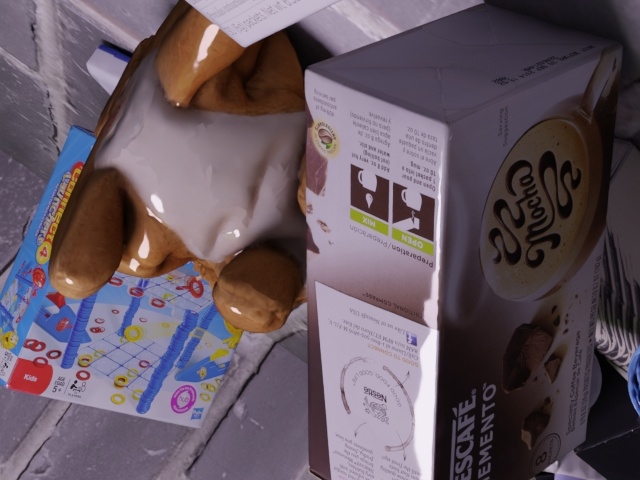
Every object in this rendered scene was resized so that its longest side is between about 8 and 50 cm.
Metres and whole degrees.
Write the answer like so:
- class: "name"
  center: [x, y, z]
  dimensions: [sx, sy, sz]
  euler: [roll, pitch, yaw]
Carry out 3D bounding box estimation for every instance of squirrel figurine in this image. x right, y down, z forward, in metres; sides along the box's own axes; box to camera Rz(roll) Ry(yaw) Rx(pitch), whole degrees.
- class: "squirrel figurine"
  center: [-0.020, -0.033, 1.275]
  dimensions: [0.370, 0.281, 0.397]
  euler: [27, -175, -16]

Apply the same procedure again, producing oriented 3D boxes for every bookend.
- class: "bookend"
  center: [0.273, 0.137, 1.266]
  dimensions: [0.157, 0.072, 0.156]
  euler: [40, -148, -44]

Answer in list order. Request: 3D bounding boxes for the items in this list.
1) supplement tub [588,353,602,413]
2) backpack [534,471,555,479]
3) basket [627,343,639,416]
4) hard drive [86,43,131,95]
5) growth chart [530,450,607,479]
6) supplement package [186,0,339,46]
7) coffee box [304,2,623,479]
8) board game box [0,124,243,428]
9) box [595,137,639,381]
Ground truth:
- class: "supplement tub"
  center: [0.157, 0.134, 1.185]
  dimensions: [0.106, 0.106, 0.198]
  euler: [36, 154, -5]
- class: "backpack"
  center: [0.232, 0.175, 1.430]
  dimensions: [0.166, 0.188, 0.144]
  euler: [42, 166, -35]
- class: "basket"
  center: [0.306, 0.078, 0.789]
  dimensions: [0.255, 0.201, 0.289]
  euler: [32, 178, 19]
- class: "hard drive"
  center: [-0.100, -0.104, 1.596]
  dimensions: [0.319, 0.040, 0.210]
  euler: [27, 167, 34]
- class: "growth chart"
  center: [0.291, 0.201, 1.336]
  dimensions: [0.237, 0.172, 0.021]
  euler: [20, 162, -17]
- class: "supplement package"
  center: [-0.075, -0.248, 0.602]
  dimensions: [0.293, 0.175, 0.177]
  euler: [38, 169, -14]
- class: "coffee box"
  center: [0.086, 0.021, 0.903]
  dimensions: [0.119, 0.168, 0.297]
  euler: [26, 127, 39]
- class: "board game box"
  center: [-0.217, 0.053, 1.708]
  dimensions: [0.308, 0.302, 0.086]
  euler: [19, -174, -44]
- class: "box"
  center: [0.243, 0.035, 1.065]
  dimensions: [0.275, 0.094, 0.113]
  euler: [41, 166, -31]
